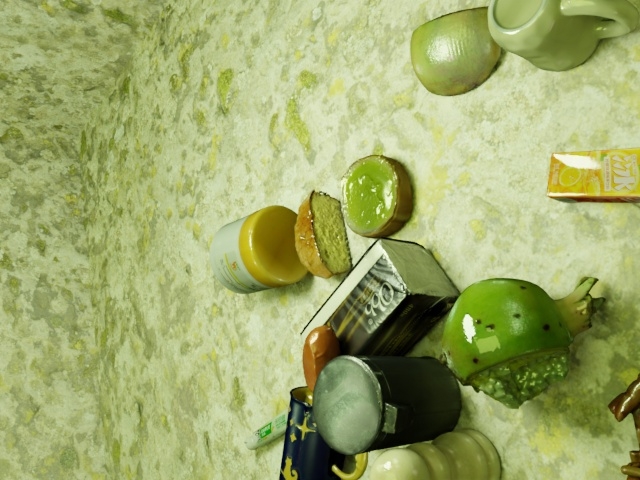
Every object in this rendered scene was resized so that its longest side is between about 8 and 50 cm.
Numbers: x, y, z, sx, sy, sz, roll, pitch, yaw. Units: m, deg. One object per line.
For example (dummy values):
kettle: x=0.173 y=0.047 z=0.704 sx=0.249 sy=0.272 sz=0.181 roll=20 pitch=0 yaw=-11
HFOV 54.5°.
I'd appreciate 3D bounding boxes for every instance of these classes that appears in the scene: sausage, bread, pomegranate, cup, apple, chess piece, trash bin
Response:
sausage: x=0.002 y=0.284 z=1.438 sx=0.089 sy=0.089 sz=0.179 roll=7 pitch=102 yaw=49
bread: x=0.144 y=-0.118 z=1.666 sx=0.236 sy=0.070 sz=0.236 roll=-9 pitch=77 yaw=48
pomegranate: x=0.393 y=0.177 z=1.214 sx=0.341 sy=0.260 sz=0.260 roll=-31 pitch=56 yaw=7
bread: x=-0.006 y=-0.002 z=1.773 sx=0.134 sy=0.129 sz=0.260 roll=-27 pitch=62 yaw=44
cup: x=0.478 y=-0.430 z=1.247 sx=0.255 sy=0.202 sz=0.173 roll=49 pitch=118 yaw=41
apple: x=0.314 y=-0.453 z=1.507 sx=0.265 sy=0.120 sz=0.193 roll=-2 pitch=93 yaw=51
cup: x=-0.002 y=0.538 z=1.604 sx=0.255 sy=0.179 sz=0.256 roll=-164 pitch=82 yaw=-76
chess piece: x=0.223 y=0.485 z=1.293 sx=0.167 sy=0.300 sz=0.166 roll=-13 pitch=72 yaw=48
trash bin: x=0.158 y=0.360 z=1.390 sx=0.252 sy=0.302 sz=0.202 roll=3 pitch=84 yaw=45

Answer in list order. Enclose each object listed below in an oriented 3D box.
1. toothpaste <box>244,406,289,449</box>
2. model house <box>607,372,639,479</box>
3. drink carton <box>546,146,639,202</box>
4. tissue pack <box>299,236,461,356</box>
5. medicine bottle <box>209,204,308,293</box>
toothpaste: x=-0.117 y=0.551 z=1.856 sx=0.058 sy=0.056 sz=0.314 roll=46 pitch=122 yaw=-4
model house: x=0.580 y=0.298 z=1.016 sx=0.220 sy=0.199 sz=0.229 roll=-15 pitch=75 yaw=33
drink carton: x=0.561 y=-0.124 z=1.198 sx=0.223 sy=0.071 sz=0.096 roll=5 pitch=85 yaw=49
tissue pack: x=0.129 y=0.185 z=1.524 sx=0.370 sy=0.210 sz=0.198 roll=-53 pitch=53 yaw=29
medicine bottle: x=-0.178 y=0.034 z=1.874 sx=0.232 sy=0.238 sz=0.237 roll=-19 pitch=69 yaw=47
